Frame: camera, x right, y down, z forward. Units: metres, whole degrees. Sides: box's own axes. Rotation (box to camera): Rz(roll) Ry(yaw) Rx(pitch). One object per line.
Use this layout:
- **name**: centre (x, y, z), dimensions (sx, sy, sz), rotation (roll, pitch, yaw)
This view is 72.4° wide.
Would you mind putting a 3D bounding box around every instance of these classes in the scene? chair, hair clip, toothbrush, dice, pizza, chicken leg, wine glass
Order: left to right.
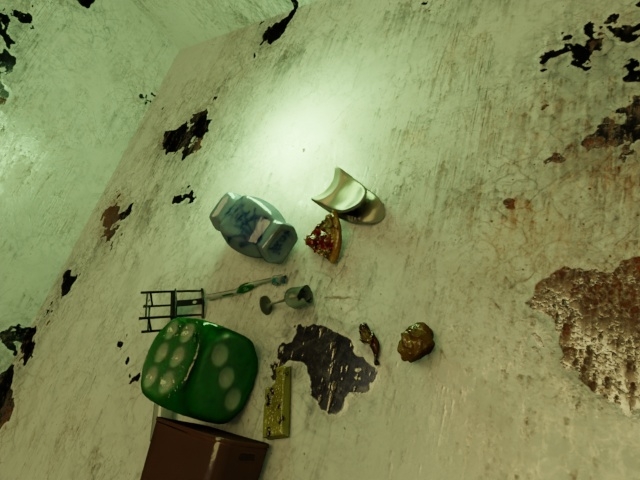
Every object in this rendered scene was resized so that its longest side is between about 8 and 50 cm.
- **chair**: centre (-0.635, 0.299, 1.885), dimensions (0.260, 0.141, 0.155), rotation (0, 51, -17)
- **dice**: centre (-0.418, 0.445, 1.523), dimensions (0.287, 0.300, 0.297), rotation (2, 65, 38)
- **toothbrush**: centre (-0.312, 0.192, 1.779), dimensions (0.417, 0.042, 0.040), rotation (-15, 43, 28)
- **wine glass**: centre (-0.125, 0.218, 1.606), dimensions (0.195, 0.079, 0.079), rotation (-19, 54, 26)
- **pizza**: centre (0.000, 0.000, 1.648), dimensions (0.193, 0.053, 0.201), rotation (-20, 69, 40)
- **hair clip**: centre (0.118, -0.157, 1.657), dimensions (0.173, 0.113, 0.282), rotation (-53, 42, -5)
- **chicken leg**: centre (0.156, 0.320, 1.375), dimensions (0.062, 0.037, 0.145), rotation (-56, 42, 24)

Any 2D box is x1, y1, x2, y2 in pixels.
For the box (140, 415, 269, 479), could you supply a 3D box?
- **box**: centre (-0.370, 0.713, 1.369), dimensions (0.339, 0.239, 0.230), rotation (-1, 65, 34)

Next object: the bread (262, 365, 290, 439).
- **bread**: centre (-0.143, 0.531, 1.445), dimensions (0.088, 0.049, 0.226), rotation (-19, 53, 25)

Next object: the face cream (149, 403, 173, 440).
- **face cream**: centre (-0.601, 0.636, 1.683), dimensions (0.077, 0.077, 0.250), rotation (-21, 53, 24)

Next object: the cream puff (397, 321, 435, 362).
- **cream puff**: centre (0.273, 0.289, 1.259), dimensions (0.122, 0.116, 0.094), rotation (-29, 61, -2)

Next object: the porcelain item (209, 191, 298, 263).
- **porcelain item**: centre (-0.280, -0.056, 1.817), dimensions (0.405, 0.178, 0.243), rotation (29, 81, 40)
